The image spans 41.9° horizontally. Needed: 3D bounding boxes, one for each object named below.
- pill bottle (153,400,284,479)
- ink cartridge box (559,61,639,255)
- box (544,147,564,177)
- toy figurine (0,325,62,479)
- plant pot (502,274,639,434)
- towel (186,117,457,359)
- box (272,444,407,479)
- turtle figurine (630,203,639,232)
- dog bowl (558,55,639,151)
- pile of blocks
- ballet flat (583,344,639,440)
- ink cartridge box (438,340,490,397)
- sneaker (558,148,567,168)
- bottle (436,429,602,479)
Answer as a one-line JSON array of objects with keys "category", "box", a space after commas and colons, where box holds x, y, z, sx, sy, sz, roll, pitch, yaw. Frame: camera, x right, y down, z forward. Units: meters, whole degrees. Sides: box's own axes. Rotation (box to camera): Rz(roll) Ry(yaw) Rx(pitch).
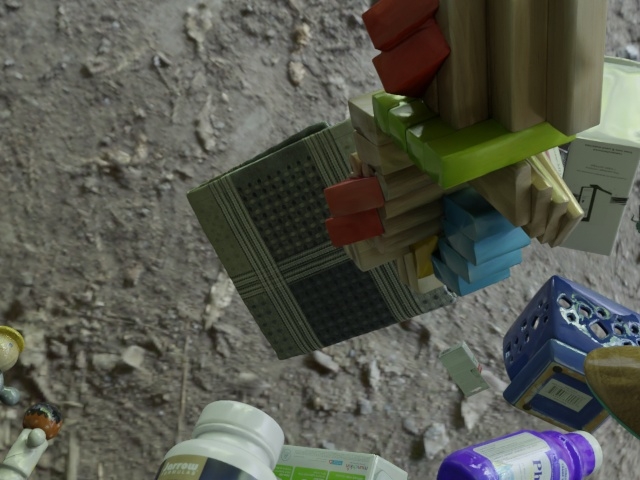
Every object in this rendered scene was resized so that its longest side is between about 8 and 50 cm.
[{"category": "pill bottle", "box": [-0.084, 0.203, 0.600, 0.094, 0.094, 0.169, 0, 43, 21]}, {"category": "ink cartridge box", "box": [0.359, -0.102, 1.074, 0.086, 0.203, 0.148, 12, 53, 15]}, {"category": "box", "box": [0.252, -0.092, 1.230, 0.127, 0.232, 0.148, -20, 75, 40]}, {"category": "toy figurine", "box": [-0.432, 0.206, 1.006, 0.210, 0.213, 0.148, -6, 36, 18]}, {"category": "plant pot", "box": [0.516, 0.252, 1.721, 0.236, 0.212, 0.236, 25, 133, -1]}, {"category": "towel", "box": [0.000, 0.000, 1.242, 0.312, 0.056, 0.324, -22, 106, 22]}, {"category": "box", "box": [-0.001, 0.506, 1.524, 0.262, 0.127, 0.231, -6, 59, 37]}, {"category": "turtle figurine", "box": [0.695, 0.031, 1.625, 0.118, 0.234, 0.175, -21, 38, 22]}, {"category": "dog bowl", "box": [0.579, -0.258, 1.675, 0.349, 0.349, 0.102, 16, 81, 23]}, {"category": "pile of blocks", "box": [0.067, -0.032, 0.531, 0.113, 0.362, 0.149, -21, 64, -12]}, {"category": "ballet flat", "box": [0.421, 0.199, 0.832, 0.116, 0.124, 0.342, -27, 56, -26]}, {"category": "ink cartridge box", "box": [0.318, 0.283, 1.837, 0.063, 0.029, 0.115, -31, 101, 25]}, {"category": "sneaker", "box": [0.452, -0.124, 1.836, 0.282, 0.161, 0.102, -37, 32, 50]}, {"category": "bottle", "box": [0.288, 0.329, 1.179, 0.092, 0.283, 0.118, 18, 107, 51]}]
